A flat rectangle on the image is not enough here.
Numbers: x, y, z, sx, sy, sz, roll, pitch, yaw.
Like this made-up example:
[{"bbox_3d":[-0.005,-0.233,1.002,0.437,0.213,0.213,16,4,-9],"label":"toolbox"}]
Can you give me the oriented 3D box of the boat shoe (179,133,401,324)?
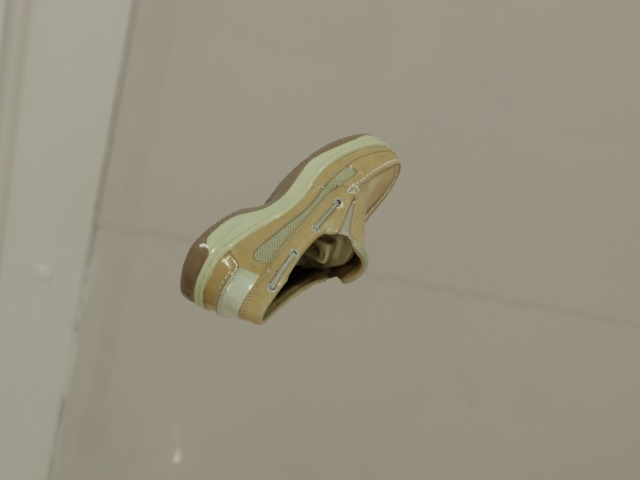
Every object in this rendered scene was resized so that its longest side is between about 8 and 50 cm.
[{"bbox_3d":[0.000,0.000,1.066,0.072,0.068,0.190,30,45,23],"label":"boat shoe"}]
